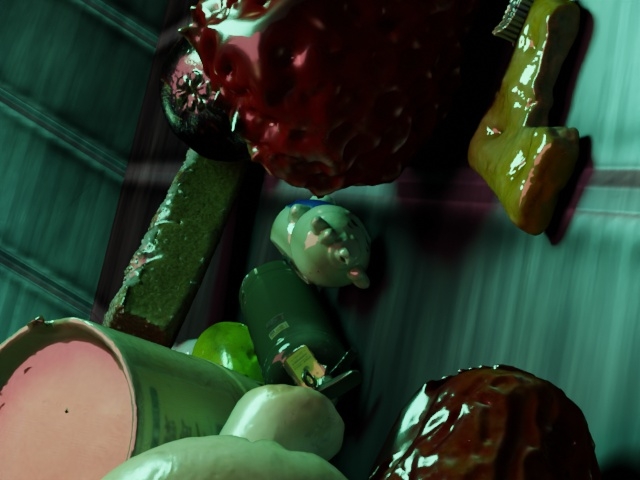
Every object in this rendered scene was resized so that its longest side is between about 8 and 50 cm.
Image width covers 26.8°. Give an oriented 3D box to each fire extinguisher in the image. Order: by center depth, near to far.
[{"bbox_3d":[-0.021,0.113,1.493,0.114,0.095,0.311,-39,22,7],"label":"fire extinguisher"}]

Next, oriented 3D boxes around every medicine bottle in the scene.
[{"bbox_3d":[-0.159,0.236,1.418,0.236,0.406,0.235,-11,69,30],"label":"medicine bottle"}]

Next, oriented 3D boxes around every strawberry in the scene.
[{"bbox_3d":[0.048,-0.228,1.366,0.345,0.295,0.317,-37,5,7],"label":"strawberry"}]

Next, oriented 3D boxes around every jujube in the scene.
[{"bbox_3d":[0.093,0.217,0.831,0.197,0.197,0.290,128,162,-53],"label":"jujube"}]

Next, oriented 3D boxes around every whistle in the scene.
[{"bbox_3d":[0.000,0.000,1.525,0.092,0.110,0.244,-41,15,-6],"label":"whistle"}]

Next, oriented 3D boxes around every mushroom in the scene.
[{"bbox_3d":[-0.054,0.288,1.119,0.356,0.315,0.315,-32,-5,-28],"label":"mushroom"}]

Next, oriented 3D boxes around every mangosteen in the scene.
[{"bbox_3d":[-0.122,-0.222,1.997,0.216,0.216,0.216,-164,90,-74],"label":"mangosteen"}]

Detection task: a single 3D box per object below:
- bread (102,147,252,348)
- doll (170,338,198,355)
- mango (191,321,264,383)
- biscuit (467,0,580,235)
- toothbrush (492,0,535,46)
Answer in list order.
[{"bbox_3d":[-0.210,-0.007,2.071,0.165,0.113,0.416,120,173,-55],"label":"bread"},{"bbox_3d":[-0.194,0.255,1.877,0.151,0.151,0.287,125,163,-48],"label":"doll"},{"bbox_3d":[-0.115,0.174,1.733,0.119,0.100,0.178,-62,23,15],"label":"mango"},{"bbox_3d":[0.182,-0.106,1.119,0.183,0.039,0.174,-107,38,-62],"label":"biscuit"},{"bbox_3d":[0.241,-0.342,1.163,0.375,0.037,0.028,-66,20,15],"label":"toothbrush"}]
